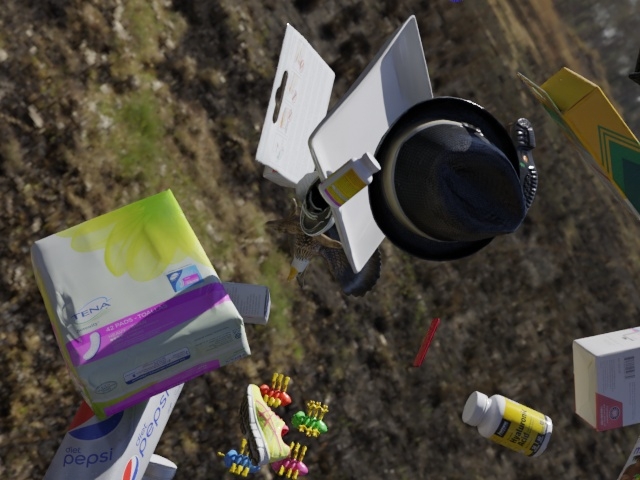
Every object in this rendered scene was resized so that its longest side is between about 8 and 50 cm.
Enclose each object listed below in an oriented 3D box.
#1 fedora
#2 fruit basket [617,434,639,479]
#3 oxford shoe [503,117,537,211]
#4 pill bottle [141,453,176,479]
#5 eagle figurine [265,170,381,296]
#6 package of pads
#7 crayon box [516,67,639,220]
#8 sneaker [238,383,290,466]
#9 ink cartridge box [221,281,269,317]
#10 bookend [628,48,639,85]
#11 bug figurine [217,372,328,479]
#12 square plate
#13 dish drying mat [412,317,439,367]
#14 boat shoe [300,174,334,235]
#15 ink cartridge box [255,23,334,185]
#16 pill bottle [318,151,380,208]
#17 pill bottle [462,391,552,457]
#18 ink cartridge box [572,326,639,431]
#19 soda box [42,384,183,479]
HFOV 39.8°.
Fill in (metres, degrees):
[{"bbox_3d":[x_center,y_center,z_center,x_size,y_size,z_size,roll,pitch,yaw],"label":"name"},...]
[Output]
[{"bbox_3d":[0.254,-0.092,1.577,0.334,0.334,0.152,49,-7,-28],"label":"fedora"},{"bbox_3d":[0.518,0.399,1.379,0.165,0.327,0.353,33,67,-2],"label":"fruit basket"},{"bbox_3d":[0.449,-0.163,2.063,0.082,0.096,0.227,14,73,-38],"label":"oxford shoe"},{"bbox_3d":[-0.305,0.449,1.515,0.086,0.152,0.086,23,-1,0],"label":"pill bottle"},{"bbox_3d":[-0.008,0.008,2.031,0.226,0.225,0.298,63,11,26],"label":"eagle figurine"},{"bbox_3d":[-0.259,0.081,1.220,0.297,0.229,0.101,55,-18,42],"label":"package of pads"},{"bbox_3d":[0.513,-0.199,1.644,0.323,0.083,0.203,47,13,-17],"label":"crayon box"},{"bbox_3d":[-0.120,0.403,1.931,0.094,0.082,0.209,2,42,-20],"label":"sneaker"},{"bbox_3d":[-0.265,0.116,1.751,0.324,0.329,0.072,106,-11,-82],"label":"ink cartridge box"},{"bbox_3d":[0.676,-0.354,1.679,0.156,0.072,0.157,21,81,-34],"label":"bookend"},{"bbox_3d":[-0.108,0.469,2.129,0.072,0.216,0.279,93,20,-52],"label":"bug figurine"},{"bbox_3d":[0.102,-0.172,1.604,0.347,0.049,0.344,-54,144,-27],"label":"square plate"},{"bbox_3d":[0.169,0.163,1.407,0.008,0.083,0.032,25,-12,-5],"label":"dish drying mat"},{"bbox_3d":[-0.002,-0.080,1.749,0.078,0.219,0.070,45,48,16],"label":"boat shoe"},{"bbox_3d":[-0.083,-0.299,2.049,0.385,0.091,0.308,21,81,-72],"label":"ink cartridge box"},{"bbox_3d":[0.041,-0.084,1.204,0.043,0.083,0.043,47,17,-18],"label":"pill bottle"},{"bbox_3d":[0.265,0.261,1.265,0.116,0.065,0.065,24,28,-4],"label":"pill bottle"},{"bbox_3d":[0.459,0.184,1.235,0.067,0.198,0.115,-133,-144,-71],"label":"ink cartridge box"},{"bbox_3d":[-0.277,0.258,1.203,0.098,0.091,0.286,83,22,-52],"label":"soda box"}]
